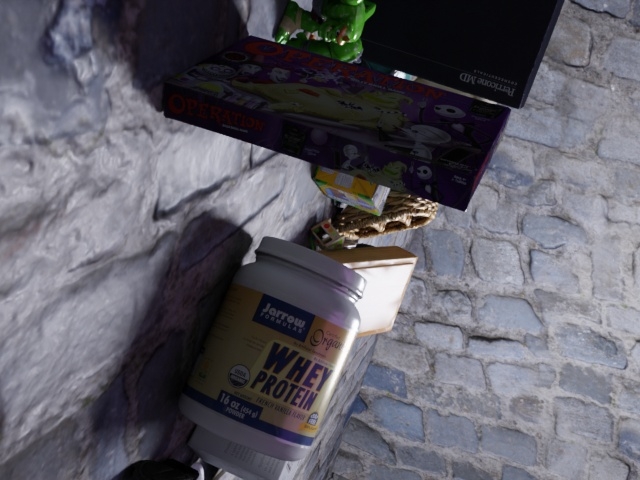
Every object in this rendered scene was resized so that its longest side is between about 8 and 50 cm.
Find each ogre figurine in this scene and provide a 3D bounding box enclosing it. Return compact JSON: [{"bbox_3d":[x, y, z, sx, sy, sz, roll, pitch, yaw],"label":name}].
[{"bbox_3d":[0.006,-0.314,1.009,0.097,0.118,0.197,-52,158,-52],"label":"ogre figurine"}]

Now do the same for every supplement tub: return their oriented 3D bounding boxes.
[{"bbox_3d":[-0.071,0.173,1.224,0.228,0.228,0.316,57,55,-74],"label":"supplement tub"}]

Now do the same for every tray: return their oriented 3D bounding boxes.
[{"bbox_3d":[0.053,0.124,1.658,0.411,0.076,0.202,-2,115,-51],"label":"tray"}]

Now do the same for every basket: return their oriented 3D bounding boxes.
[{"bbox_3d":[0.181,-0.077,1.882,0.299,0.214,0.223,19,92,-77],"label":"basket"}]

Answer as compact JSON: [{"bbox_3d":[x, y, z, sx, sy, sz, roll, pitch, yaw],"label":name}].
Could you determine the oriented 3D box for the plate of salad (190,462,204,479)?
[{"bbox_3d":[-0.264,0.510,1.379,0.200,0.048,0.199,11,90,-80],"label":"plate of salad"}]

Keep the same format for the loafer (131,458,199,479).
[{"bbox_3d":[-0.249,0.400,1.187,0.220,0.080,0.078,62,50,-73],"label":"loafer"}]

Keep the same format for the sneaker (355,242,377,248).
[{"bbox_3d":[0.092,0.180,2.027,0.447,0.169,0.257,-36,144,-70],"label":"sneaker"}]

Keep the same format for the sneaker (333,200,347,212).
[{"bbox_3d":[0.051,-0.100,1.705,0.043,0.040,0.109,-61,165,-22],"label":"sneaker"}]

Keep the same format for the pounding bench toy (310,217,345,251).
[{"bbox_3d":[0.000,0.000,1.624,0.083,0.065,0.052,-30,153,-19],"label":"pounding bench toy"}]

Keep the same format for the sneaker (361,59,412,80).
[{"bbox_3d":[0.122,-0.295,1.533,0.302,0.108,0.121,84,25,-66],"label":"sneaker"}]

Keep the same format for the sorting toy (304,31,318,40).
[{"bbox_3d":[-0.014,-0.310,1.166,0.062,0.012,0.083,17,94,-77],"label":"sorting toy"}]

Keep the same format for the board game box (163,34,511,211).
[{"bbox_3d":[0.026,-0.146,0.844,0.208,0.347,0.056,-49,154,-57],"label":"board game box"}]

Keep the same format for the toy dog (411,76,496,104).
[{"bbox_3d":[0.321,-0.383,1.836,0.395,0.285,0.407,-13,121,-75],"label":"toy dog"}]

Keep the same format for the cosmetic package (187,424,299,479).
[{"bbox_3d":[-0.126,0.368,1.407,0.151,0.184,0.151,85,29,-62],"label":"cosmetic package"}]

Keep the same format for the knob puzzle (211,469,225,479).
[{"bbox_3d":[-0.160,0.458,1.596,0.213,0.030,0.213,-45,174,-6],"label":"knob puzzle"}]

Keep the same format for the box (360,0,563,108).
[{"bbox_3d":[0.229,-0.421,1.249,0.179,0.343,0.312,-32,142,-70],"label":"box"}]

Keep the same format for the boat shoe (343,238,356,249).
[{"bbox_3d":[0.068,0.021,1.965,0.125,0.046,0.038,-33,139,-82],"label":"boat shoe"}]

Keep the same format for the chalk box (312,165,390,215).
[{"bbox_3d":[0.083,-0.142,1.572,0.213,0.132,0.132,48,63,-77],"label":"chalk box"}]
